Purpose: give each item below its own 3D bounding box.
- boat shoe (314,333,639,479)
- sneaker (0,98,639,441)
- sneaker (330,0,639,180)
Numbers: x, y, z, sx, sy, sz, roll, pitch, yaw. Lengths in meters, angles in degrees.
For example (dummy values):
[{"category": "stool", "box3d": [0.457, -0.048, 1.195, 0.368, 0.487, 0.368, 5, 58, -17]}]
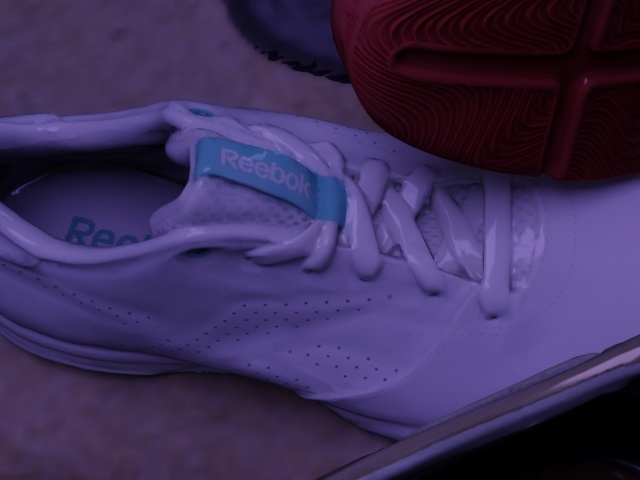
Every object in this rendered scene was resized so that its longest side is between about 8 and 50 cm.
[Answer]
[{"category": "boat shoe", "box3d": [-0.015, 0.103, 0.327, 0.113, 0.103, 0.302, 42, 54, 17]}, {"category": "sneaker", "box3d": [0.000, 0.000, 0.442, 0.212, 0.094, 0.080, 2, 67, 13]}, {"category": "sneaker", "box3d": [0.080, -0.094, 0.453, 0.221, 0.087, 0.128, -12, 49, -28]}]
